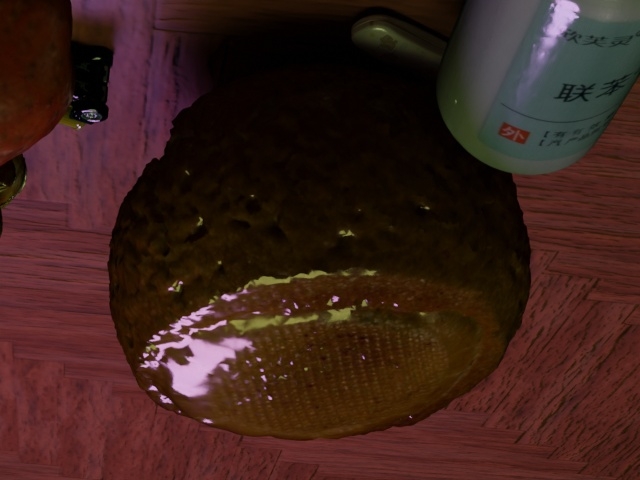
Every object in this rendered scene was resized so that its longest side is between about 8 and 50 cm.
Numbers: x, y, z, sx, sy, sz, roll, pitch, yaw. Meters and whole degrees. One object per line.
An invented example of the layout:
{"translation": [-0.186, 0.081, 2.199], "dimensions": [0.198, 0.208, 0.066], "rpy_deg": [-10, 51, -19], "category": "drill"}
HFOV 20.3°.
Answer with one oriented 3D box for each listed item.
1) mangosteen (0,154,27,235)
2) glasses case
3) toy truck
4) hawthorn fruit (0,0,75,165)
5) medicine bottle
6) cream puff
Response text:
{"translation": [-0.273, -0.040, 1.156], "dimensions": [0.180, 0.166, 0.166], "rpy_deg": [4, 159, 20], "category": "mangosteen"}
{"translation": [0.056, -0.123, 1.141], "dimensions": [0.083, 0.021, 0.032], "rpy_deg": [21, 153, -37], "category": "glasses case"}
{"translation": [-0.183, -0.106, 1.175], "dimensions": [0.083, 0.049, 0.054], "rpy_deg": [16, 155, -32], "category": "toy truck"}
{"translation": [-0.226, -0.113, 1.014], "dimensions": [0.189, 0.189, 0.189], "rpy_deg": [2, 157, 1], "category": "hawthorn fruit"}
{"translation": [0.145, -0.153, 0.945], "dimensions": [0.110, 0.110, 0.352], "rpy_deg": [5, 157, -6], "category": "medicine bottle"}
{"translation": [0.000, 0.000, 1.207], "dimensions": [0.303, 0.212, 0.303], "rpy_deg": [-2, 149, -1], "category": "cream puff"}
